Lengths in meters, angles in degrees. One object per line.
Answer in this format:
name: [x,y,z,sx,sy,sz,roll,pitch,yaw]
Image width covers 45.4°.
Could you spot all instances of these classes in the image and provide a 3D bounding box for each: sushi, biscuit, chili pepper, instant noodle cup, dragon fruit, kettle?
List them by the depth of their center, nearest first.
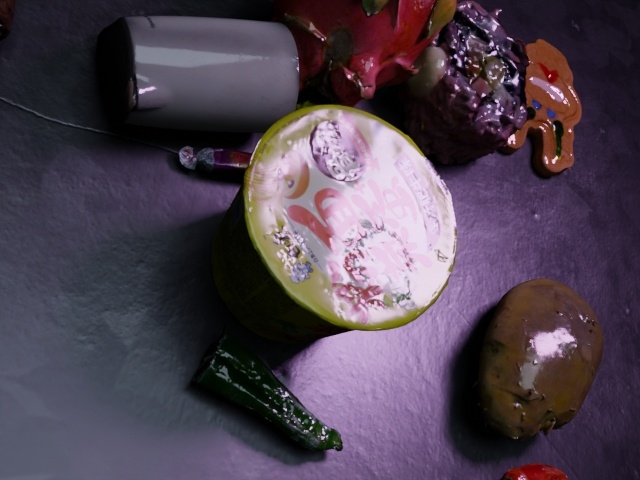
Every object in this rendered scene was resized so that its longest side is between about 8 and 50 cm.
chili pepper: [-0.057,0.210,1.006,0.227,0.059,0.088,37,49,-11]
instant noodle cup: [0.000,0.000,1.031,0.311,0.221,0.312,11,66,-25]
kettle: [-0.189,-0.251,1.113,0.255,0.165,0.240,-5,40,-27]
chili pepper: [0.315,0.365,1.145,0.191,0.050,0.059,12,58,-39]
dragon fruit: [0.039,-0.352,1.192,0.305,0.305,0.226,40,49,-6]
sushi: [0.249,-0.275,1.351,0.236,0.171,0.270,10,67,-26]
biscuit: [0.443,-0.282,1.542,0.202,0.047,0.334,30,55,-13]

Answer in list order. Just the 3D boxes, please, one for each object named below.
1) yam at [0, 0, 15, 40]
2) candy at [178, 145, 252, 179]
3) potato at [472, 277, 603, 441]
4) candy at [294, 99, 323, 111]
yam: [-0.464,-0.401,1.033,0.131,0.131,0.280,7,67,-27]
candy: [-0.125,-0.112,1.134,0.174,0.043,0.045,7,53,-26]
potato: [0.341,0.184,1.195,0.191,0.141,0.296,41,56,-2]
candy: [-0.019,-0.131,1.207,0.062,0.058,0.194,1,72,1]
